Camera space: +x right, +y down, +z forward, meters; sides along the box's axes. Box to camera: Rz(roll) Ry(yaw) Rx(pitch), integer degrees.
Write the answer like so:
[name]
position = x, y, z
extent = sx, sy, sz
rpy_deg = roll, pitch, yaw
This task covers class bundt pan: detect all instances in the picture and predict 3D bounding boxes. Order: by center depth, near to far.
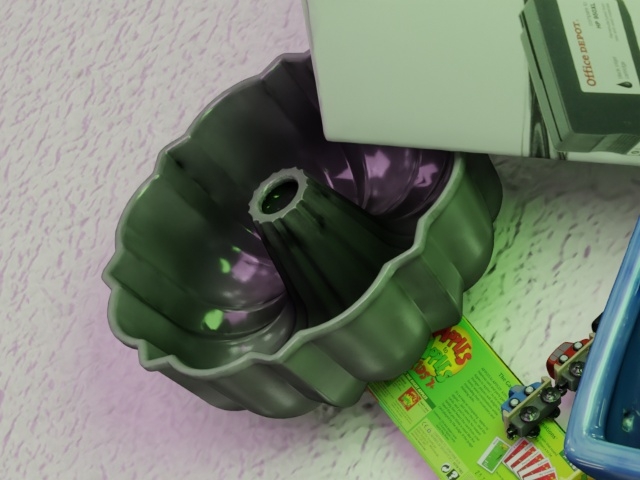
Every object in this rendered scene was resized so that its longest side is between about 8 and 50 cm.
[bundt pan]
position = 0.000, 0.000, 1.484
extent = 0.331, 0.124, 0.331
rpy_deg = -24, 41, 23

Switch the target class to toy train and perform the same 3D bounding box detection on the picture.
[toy train]
position = 0.182, 0.089, 1.385
extent = 0.158, 0.027, 0.036
rpy_deg = -39, 52, -25

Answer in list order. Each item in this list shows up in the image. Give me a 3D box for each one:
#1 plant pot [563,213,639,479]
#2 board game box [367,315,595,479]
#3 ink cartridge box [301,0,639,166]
[plant pot]
position = 0.324, 0.088, 1.218
extent = 0.236, 0.212, 0.236
rpy_deg = 9, 70, 36
[board game box]
position = 0.119, 0.140, 1.417
extent = 0.092, 0.043, 0.181
rpy_deg = -42, 52, 2
[ink cartridge box]
position = 0.213, -0.198, 1.359
extent = 0.395, 0.166, 0.285
rpy_deg = 6, 41, 16
